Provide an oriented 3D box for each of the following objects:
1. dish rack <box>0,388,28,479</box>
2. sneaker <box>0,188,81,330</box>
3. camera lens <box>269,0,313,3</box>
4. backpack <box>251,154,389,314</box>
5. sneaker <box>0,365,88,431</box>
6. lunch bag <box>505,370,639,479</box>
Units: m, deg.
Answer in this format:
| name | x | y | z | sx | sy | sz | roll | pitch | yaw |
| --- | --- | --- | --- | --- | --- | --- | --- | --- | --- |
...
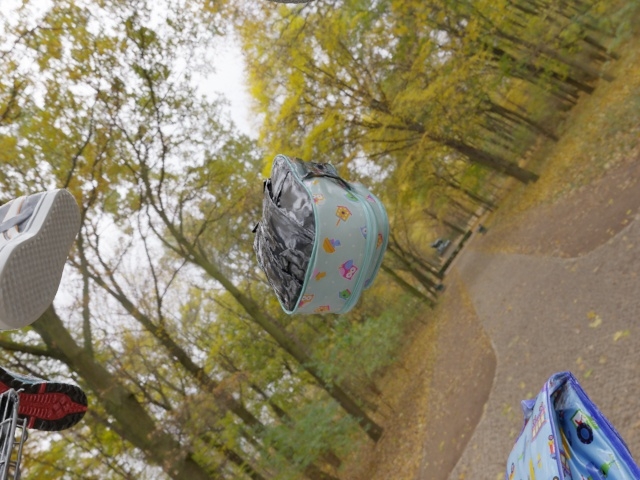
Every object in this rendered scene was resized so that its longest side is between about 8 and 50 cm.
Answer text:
| name | x | y | z | sx | sy | sz | roll | pitch | yaw |
| --- | --- | --- | --- | --- | --- | --- | --- | --- | --- |
| dish rack | -0.344 | 0.268 | 0.445 | 0.272 | 0.208 | 0.074 | -33 | -42 | 22 |
| sneaker | -0.516 | 0.033 | 0.816 | 0.321 | 0.128 | 0.126 | -101 | -1 | -54 |
| camera lens | -0.040 | -0.488 | 0.618 | 0.219 | 0.220 | 0.274 | 53 | -135 | -77 |
| backpack | 0.000 | 0.000 | 0.592 | 0.188 | 0.145 | 0.165 | -115 | 40 | -60 |
| sneaker | -0.552 | 0.273 | 0.833 | 0.125 | 0.262 | 0.104 | -19 | 49 | 47 |
| lunch bag | 0.321 | 0.342 | 0.647 | 0.293 | 0.138 | 0.220 | -89 | 0 | -55 |
